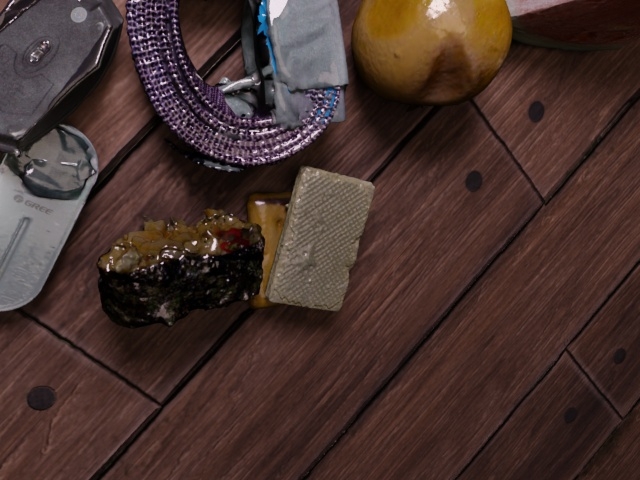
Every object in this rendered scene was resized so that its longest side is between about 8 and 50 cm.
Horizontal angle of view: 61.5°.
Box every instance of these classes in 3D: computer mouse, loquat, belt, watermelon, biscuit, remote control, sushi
[{"bbox_3d":[-0.317,-0.192,0.615,0.126,0.071,0.231,39,84,3],"label":"computer mouse"},{"bbox_3d":[0.147,-0.270,0.723,0.213,0.213,0.213,-5,105,-21],"label":"loquat"},{"bbox_3d":[-0.103,-0.253,0.672,0.260,0.122,0.324,-11,104,-12],"label":"belt"},{"bbox_3d":[0.411,-0.365,0.789,0.283,0.292,0.250,25,123,-26],"label":"watermelon"},{"bbox_3d":[0.000,0.000,0.776,0.121,0.040,0.199,12,98,-23],"label":"biscuit"},{"bbox_3d":[-0.359,-0.030,0.659,0.104,0.052,0.247,27,92,-26],"label":"remote control"},{"bbox_3d":[-0.181,0.026,0.702,0.213,0.147,0.115,-12,112,-29],"label":"sushi"},{"bbox_3d":[-0.030,0.014,0.810,0.174,0.039,0.183,0,103,-24],"label":"biscuit"}]
